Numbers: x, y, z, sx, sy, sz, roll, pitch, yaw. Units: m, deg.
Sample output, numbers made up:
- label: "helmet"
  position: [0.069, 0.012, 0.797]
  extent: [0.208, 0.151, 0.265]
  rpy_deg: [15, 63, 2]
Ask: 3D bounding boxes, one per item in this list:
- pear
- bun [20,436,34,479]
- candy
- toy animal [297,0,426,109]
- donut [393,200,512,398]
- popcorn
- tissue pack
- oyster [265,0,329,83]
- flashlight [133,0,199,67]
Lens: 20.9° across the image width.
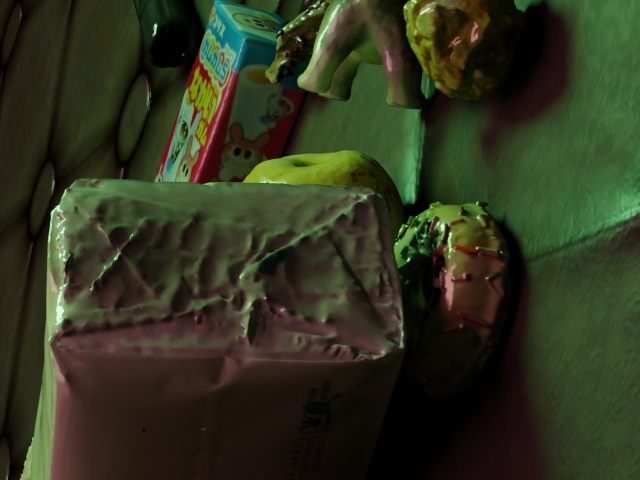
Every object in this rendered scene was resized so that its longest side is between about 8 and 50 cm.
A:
- label: "pear"
  position: [0.000, 0.000, 1.644]
  extent: [0.178, 0.178, 0.178]
  rpy_deg: [-167, 90, -68]
- label: "bun"
  position: [-0.241, 0.345, 1.960]
  extent: [0.360, 0.211, 0.359]
  rpy_deg: [-166, 90, -75]
- label: "candy"
  position: [-0.115, -0.116, 2.062]
  extent: [0.305, 0.100, 0.157]
  rpy_deg: [-68, 23, 19]
- label: "toy animal"
  position: [0.048, -0.205, 1.629]
  extent: [0.233, 0.121, 0.168]
  rpy_deg: [-66, -15, -73]
- label: "donut"
  position: [0.101, 0.047, 1.491]
  extent: [0.174, 0.068, 0.174]
  rpy_deg: [-166, 90, -69]
- label: "popcorn"
  position: [0.130, -0.184, 1.505]
  extent: [0.120, 0.106, 0.116]
  rpy_deg: [64, 168, -9]
- label: "tissue pack"
  position: [-0.104, 0.134, 1.520]
  extent: [0.380, 0.297, 0.207]
  rpy_deg: [102, 166, -49]
- label: "oyster"
  position: [0.031, -0.298, 1.857]
  extent: [0.345, 0.079, 0.128]
  rpy_deg: [-59, 17, 31]
- label: "flashlight"
  position: [-0.249, -0.384, 2.543]
  extent: [0.103, 0.103, 0.424]
  rpy_deg: [-63, 26, 29]
